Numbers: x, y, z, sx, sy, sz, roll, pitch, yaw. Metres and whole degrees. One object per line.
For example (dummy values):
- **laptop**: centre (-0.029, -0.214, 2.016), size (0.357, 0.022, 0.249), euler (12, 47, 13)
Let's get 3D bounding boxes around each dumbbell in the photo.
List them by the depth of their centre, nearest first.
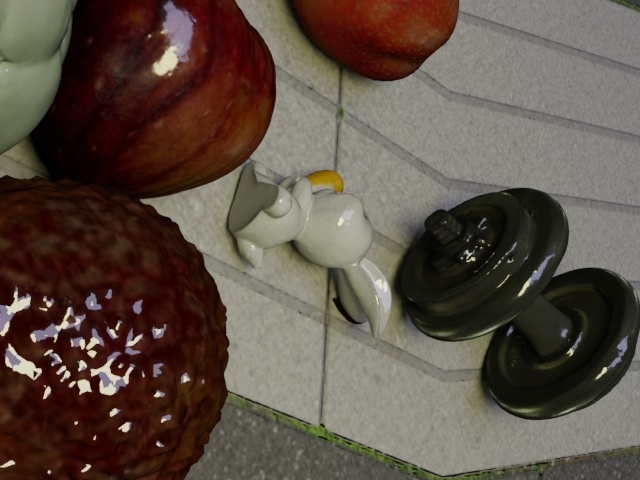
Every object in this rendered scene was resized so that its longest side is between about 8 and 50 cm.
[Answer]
- **dumbbell**: centre (0.210, 0.065, 0.969), size (0.290, 0.192, 0.192), euler (43, 55, -24)

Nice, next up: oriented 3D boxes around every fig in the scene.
- **fig**: centre (-0.157, -0.098, 0.720), size (0.186, 0.204, 0.249), euler (41, 88, 12)

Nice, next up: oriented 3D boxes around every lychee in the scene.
- **lychee**: centre (-0.189, 0.081, 0.591), size (0.261, 0.261, 0.260), euler (12, 71, -38)

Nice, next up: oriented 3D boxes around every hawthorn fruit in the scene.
- **hawthorn fruit**: centre (0.046, -0.254, 0.934), size (0.188, 0.169, 0.169), euler (22, 65, -31)

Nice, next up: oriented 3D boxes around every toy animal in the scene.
- **toy animal**: centre (0.000, 0.000, 0.886), size (0.182, 0.131, 0.127), euler (24, 96, -27)

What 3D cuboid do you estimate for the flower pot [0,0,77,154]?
- **flower pot**: centre (-0.264, -0.150, 0.546), size (0.195, 0.246, 0.246), euler (-48, 112, -13)
